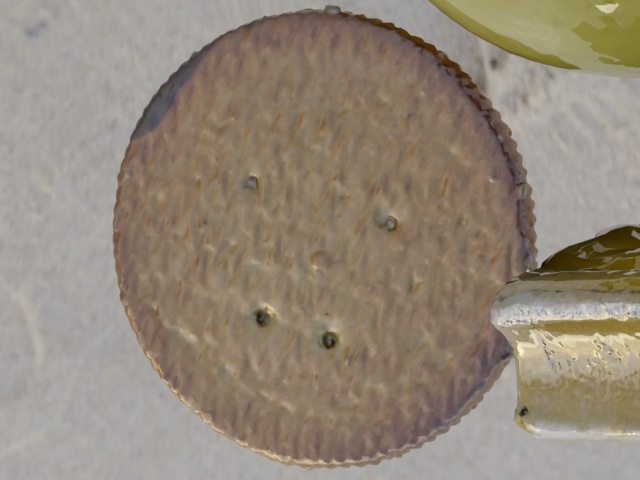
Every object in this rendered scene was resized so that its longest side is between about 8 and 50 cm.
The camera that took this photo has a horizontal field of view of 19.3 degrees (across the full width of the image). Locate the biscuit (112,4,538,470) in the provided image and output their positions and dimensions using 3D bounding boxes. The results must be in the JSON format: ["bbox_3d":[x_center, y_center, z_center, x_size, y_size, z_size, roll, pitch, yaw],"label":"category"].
[{"bbox_3d":[0.000,0.000,1.230,0.305,0.038,0.305,2,94,22],"label":"biscuit"}]

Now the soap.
[{"bbox_3d":[0.218,0.029,0.758,0.257,0.160,0.080,-3,102,42],"label":"soap"}]

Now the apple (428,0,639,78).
[{"bbox_3d":[0.146,-0.205,0.755,0.292,0.254,0.292,-22,123,-39],"label":"apple"}]
